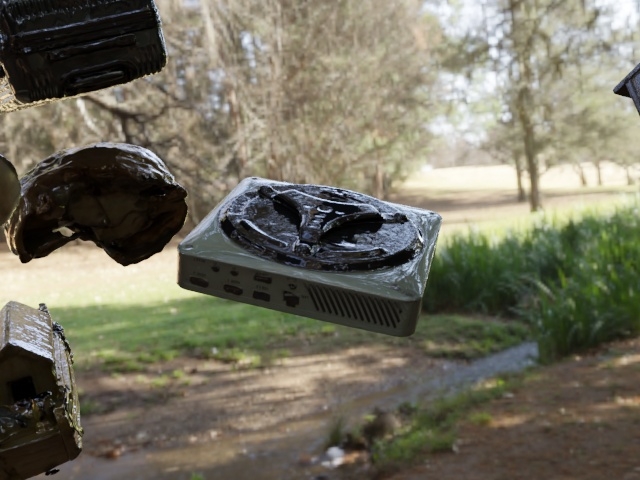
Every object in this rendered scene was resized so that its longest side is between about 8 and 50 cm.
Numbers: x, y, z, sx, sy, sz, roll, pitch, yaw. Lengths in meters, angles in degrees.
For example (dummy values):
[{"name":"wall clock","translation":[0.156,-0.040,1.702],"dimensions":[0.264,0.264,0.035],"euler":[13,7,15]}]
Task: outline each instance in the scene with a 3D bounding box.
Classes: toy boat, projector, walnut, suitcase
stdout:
[{"name":"toy boat","translation":[-0.397,0.173,1.081],"dimensions":[0.136,0.162,0.445],"euler":[-18,16,-15]},{"name":"projector","translation":[0.000,0.000,0.924],"dimensions":[0.257,0.079,0.259],"euler":[11,24,9]},{"name":"walnut","translation":[-0.304,-0.063,1.120],"dimensions":[0.238,0.141,0.204],"euler":[7,-42,-48]},{"name":"suitcase","translation":[-0.328,-0.241,1.021],"dimensions":[0.202,0.128,0.312],"euler":[-20,15,-26]}]

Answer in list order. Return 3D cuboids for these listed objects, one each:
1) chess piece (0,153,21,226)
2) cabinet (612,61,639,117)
[{"name":"chess piece","translation":[-0.307,0.065,0.473],"dimensions":[0.139,0.307,0.124],"euler":[25,-38,-12]},{"name":"cabinet","translation":[0.437,-0.144,0.817],"dimensions":[0.148,0.175,0.215],"euler":[7,-34,-24]}]
